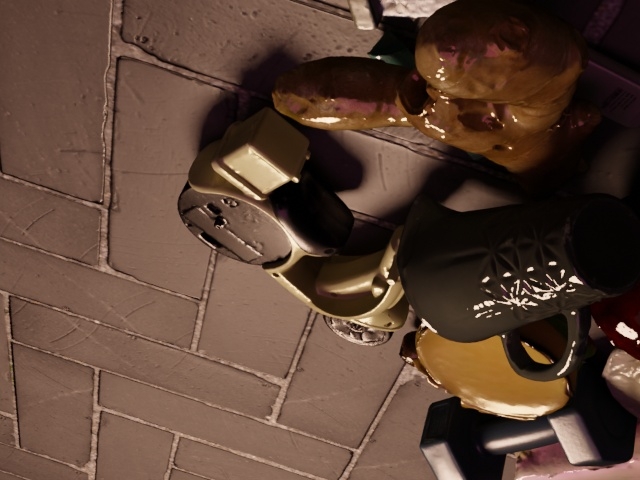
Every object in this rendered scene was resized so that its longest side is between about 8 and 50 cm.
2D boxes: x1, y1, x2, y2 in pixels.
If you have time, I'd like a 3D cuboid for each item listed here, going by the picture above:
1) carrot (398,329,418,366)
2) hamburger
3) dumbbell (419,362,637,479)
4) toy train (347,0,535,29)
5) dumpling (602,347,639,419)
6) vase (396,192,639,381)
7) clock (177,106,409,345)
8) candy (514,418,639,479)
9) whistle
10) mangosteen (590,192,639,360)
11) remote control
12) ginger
[{"bbox_3d":[0.208,0.170,1.582,0.186,0.060,0.060,11,144,1],"label":"carrot"},{"bbox_3d":[0.246,0.121,1.423,0.237,0.149,0.237,18,144,14],"label":"hamburger"},{"bbox_3d":[0.303,0.280,1.600,0.156,0.143,0.316,10,155,-42],"label":"dumbbell"},{"bbox_3d":[0.094,-0.318,0.928,0.202,0.131,0.299,7,143,26],"label":"toy train"},{"bbox_3d":[0.505,0.184,1.420,0.293,0.163,0.204,32,176,-21],"label":"dumpling"},{"bbox_3d":[0.225,0.036,1.175,0.251,0.156,0.301,65,155,-1],"label":"vase"},{"bbox_3d":[0.000,0.000,1.393,0.379,0.120,0.276,34,146,-21],"label":"clock"},{"bbox_3d":[0.439,0.337,1.653,0.265,0.115,0.155,-22,128,42],"label":"candy"},{"bbox_3d":[0.124,-0.158,1.194,0.039,0.039,0.186,-21,130,41],"label":"whistle"},{"bbox_3d":[0.409,0.020,1.187,0.215,0.215,0.257,29,121,-16],"label":"mangosteen"},{"bbox_3d":[0.233,-0.193,1.115,0.261,0.029,0.067,25,147,-7],"label":"remote control"},{"bbox_3d":[0.176,-0.138,1.042,0.348,0.122,0.363,9,166,-26],"label":"ginger"}]
